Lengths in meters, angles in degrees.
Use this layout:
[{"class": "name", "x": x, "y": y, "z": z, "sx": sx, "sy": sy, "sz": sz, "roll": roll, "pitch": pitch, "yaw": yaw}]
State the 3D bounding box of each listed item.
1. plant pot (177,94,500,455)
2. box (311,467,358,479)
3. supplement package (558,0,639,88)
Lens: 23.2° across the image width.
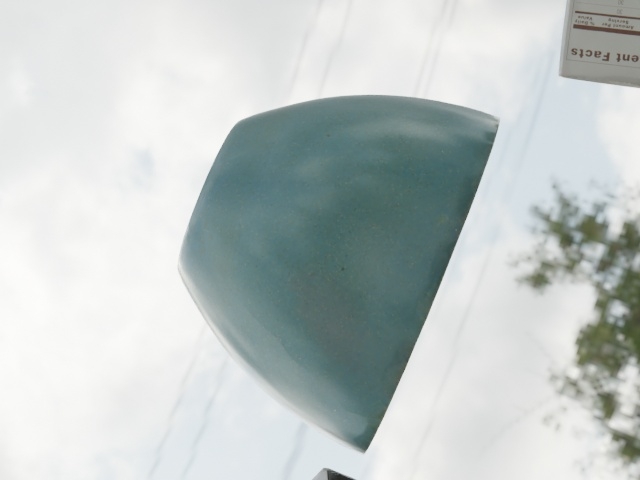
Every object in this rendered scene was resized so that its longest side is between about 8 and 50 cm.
[{"class": "plant pot", "x": 0.000, "y": 0.000, "z": 1.253, "sx": 0.290, "sy": 0.195, "sz": 0.290, "roll": 22, "pitch": -90, "yaw": -88}, {"class": "box", "x": 0.000, "y": 0.256, "z": 0.607, "sx": 0.087, "sy": 0.290, "sz": 0.169, "roll": 26, "pitch": -55, "yaw": -24}, {"class": "supplement package", "x": 0.225, "y": -0.192, "z": 1.051, "sx": 0.105, "sy": 0.105, "sz": 0.179, "roll": -30, "pitch": -52, "yaw": -75}]
